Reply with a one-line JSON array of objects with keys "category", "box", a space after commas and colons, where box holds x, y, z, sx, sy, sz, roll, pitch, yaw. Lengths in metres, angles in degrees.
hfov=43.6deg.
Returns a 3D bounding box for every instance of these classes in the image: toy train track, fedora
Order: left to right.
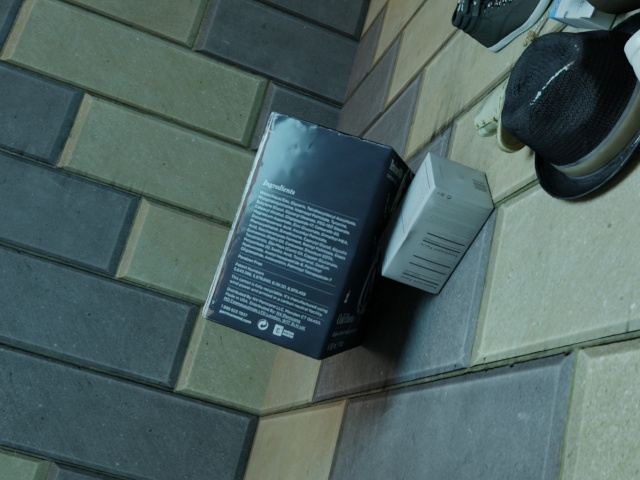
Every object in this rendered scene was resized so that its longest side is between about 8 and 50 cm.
[{"category": "toy train track", "box": [0.442, -0.428, 1.628, 0.083, 0.014, 0.048, -55, 12, 35]}, {"category": "fedora", "box": [0.386, -0.226, 1.241, 0.334, 0.152, 0.334, -162, 90, -78]}]

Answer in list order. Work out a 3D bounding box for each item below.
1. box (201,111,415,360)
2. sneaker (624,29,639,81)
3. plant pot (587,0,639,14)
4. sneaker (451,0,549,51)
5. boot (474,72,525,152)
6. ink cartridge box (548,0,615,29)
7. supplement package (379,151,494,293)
[{"category": "box", "box": [0.000, 0.000, 1.889, 0.480, 0.297, 0.472, 13, -85, -76]}, {"category": "sneaker", "box": [0.506, -0.268, 0.966, 0.290, 0.105, 0.123, 130, 132, -56]}, {"category": "plant pot", "box": [0.465, -0.429, 1.151, 0.230, 0.215, 0.215, 93, -167, -78]}, {"category": "sneaker", "box": [0.381, -0.512, 1.706, 0.296, 0.146, 0.105, 142, 146, -67]}, {"category": "boot", "box": [0.358, -0.234, 1.559, 0.165, 0.077, 0.213, 134, 157, -62]}, {"category": "ink cartridge box", "box": [0.470, -0.421, 1.375, 0.180, 0.060, 0.104, -111, 42, -72]}, {"category": "supplement package", "box": [0.234, -0.033, 1.662, 0.139, 0.133, 0.244, -88, 20, -53]}]
